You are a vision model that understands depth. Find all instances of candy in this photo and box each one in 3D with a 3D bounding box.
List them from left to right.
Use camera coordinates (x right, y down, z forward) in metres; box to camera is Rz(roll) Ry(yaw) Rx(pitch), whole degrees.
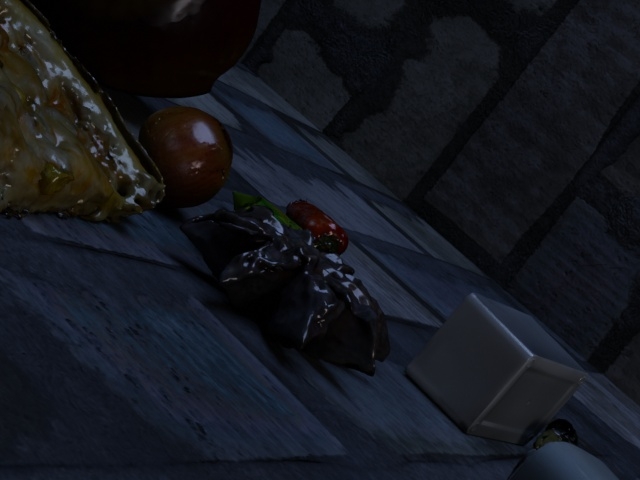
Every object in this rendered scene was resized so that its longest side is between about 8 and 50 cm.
[{"bbox_3d":[-0.081,-0.017,2.050,0.149,0.069,0.246,39,10,-9],"label":"candy"}]

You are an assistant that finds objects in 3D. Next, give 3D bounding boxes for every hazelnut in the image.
[{"bbox_3d":[-0.310,-0.418,2.273,0.429,0.402,0.402,36,9,13],"label":"hazelnut"}]

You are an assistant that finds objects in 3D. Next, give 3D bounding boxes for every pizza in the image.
[{"bbox_3d":[-0.355,-0.199,1.545,0.392,0.080,0.435,60,13,10],"label":"pizza"}]

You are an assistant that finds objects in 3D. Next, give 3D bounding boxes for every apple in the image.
[{"bbox_3d":[-0.184,-0.113,1.888,0.146,0.146,0.146,37,10,-7],"label":"apple"}]

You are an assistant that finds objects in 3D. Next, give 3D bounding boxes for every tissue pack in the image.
[{"bbox_3d":[0.265,0.196,2.050,0.136,0.159,0.246,45,11,31],"label":"tissue pack"}]

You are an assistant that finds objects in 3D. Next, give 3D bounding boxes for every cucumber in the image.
[{"bbox_3d":[0.373,0.316,2.161,0.067,0.067,0.245,40,8,14],"label":"cucumber"}]

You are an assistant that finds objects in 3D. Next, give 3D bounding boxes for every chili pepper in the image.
[{"bbox_3d":[0.000,0.000,2.220,0.086,0.084,0.192,13,17,-30],"label":"chili pepper"}]

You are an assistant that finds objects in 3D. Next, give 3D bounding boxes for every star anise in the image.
[{"bbox_3d":[-0.033,0.053,1.755,0.331,0.118,0.332,34,15,-10],"label":"star anise"}]

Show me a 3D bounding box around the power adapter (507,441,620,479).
[{"bbox_3d":[0.249,0.333,1.263,0.124,0.187,0.255,30,12,-36],"label":"power adapter"}]
